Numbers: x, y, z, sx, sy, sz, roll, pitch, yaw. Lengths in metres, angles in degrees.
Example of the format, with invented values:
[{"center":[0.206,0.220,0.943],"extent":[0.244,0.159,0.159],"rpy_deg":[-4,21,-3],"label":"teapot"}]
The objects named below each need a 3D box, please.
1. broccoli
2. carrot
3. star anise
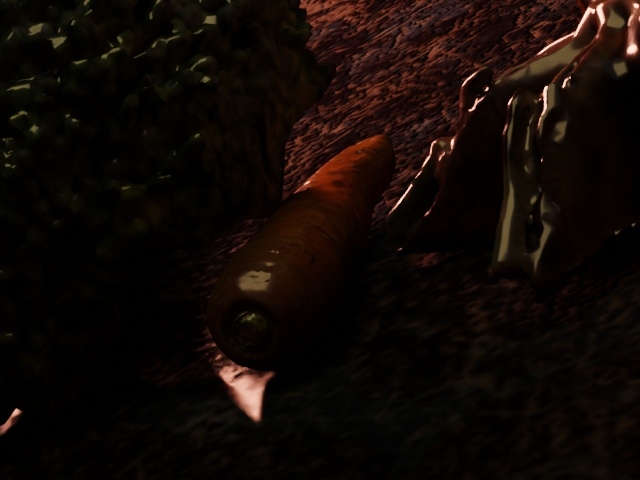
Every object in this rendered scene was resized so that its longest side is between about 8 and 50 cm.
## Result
[{"center":[-0.178,-0.063,0.856],"extent":[0.375,0.249,0.302],"rpy_deg":[-22,19,25],"label":"broccoli"},{"center":[0.000,0.000,0.787],"extent":[0.047,0.047,0.191],"rpy_deg":[-17,15,22],"label":"carrot"},{"center":[0.134,-0.074,0.741],"extent":[0.288,0.088,0.288],"rpy_deg":[-38,11,9],"label":"star anise"}]
